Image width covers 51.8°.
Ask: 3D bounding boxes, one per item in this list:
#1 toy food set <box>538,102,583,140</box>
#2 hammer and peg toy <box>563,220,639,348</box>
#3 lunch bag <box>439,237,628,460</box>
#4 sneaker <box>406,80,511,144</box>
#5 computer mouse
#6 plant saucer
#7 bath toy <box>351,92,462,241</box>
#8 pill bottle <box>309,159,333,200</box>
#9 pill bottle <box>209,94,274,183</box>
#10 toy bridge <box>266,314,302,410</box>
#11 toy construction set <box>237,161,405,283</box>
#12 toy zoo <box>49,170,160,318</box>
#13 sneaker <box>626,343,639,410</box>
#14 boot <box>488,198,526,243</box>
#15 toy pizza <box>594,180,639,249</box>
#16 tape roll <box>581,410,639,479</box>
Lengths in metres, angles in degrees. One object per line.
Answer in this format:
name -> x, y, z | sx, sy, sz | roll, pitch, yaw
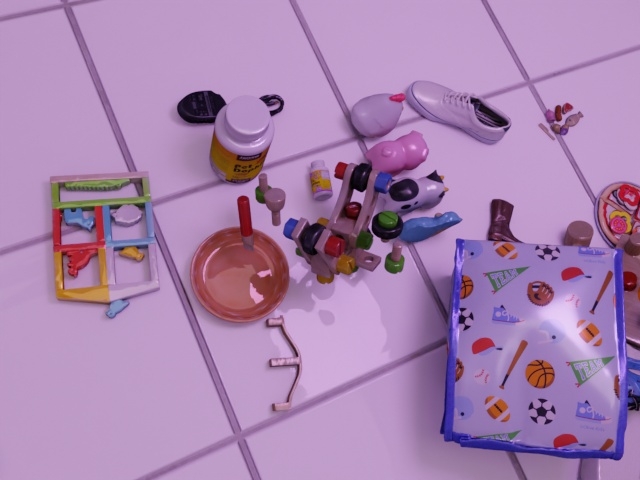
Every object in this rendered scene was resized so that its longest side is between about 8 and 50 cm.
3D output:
toy food set -> 0.605, -0.308, 1.654 | 0.122, 0.019, 0.078 | -42, 86, -22
hammer and peg toy -> 0.696, 0.116, 1.468 | 0.362, 0.127, 0.265 | 23, 65, 22
lunch bag -> 0.405, 0.217, 1.279 | 0.328, 0.239, 0.385 | 2, 63, 12
sneaker -> 0.331, -0.318, 1.552 | 0.258, 0.091, 0.094 | 23, 68, -6
computer mouse -> -0.195, -0.290, 1.449 | 0.242, 0.041, 0.071 | -6, 72, -22
plant saucer -> -0.163, 0.071, 1.334 | 0.200, 0.037, 0.199 | 4, 72, -12
bath toy -> 0.188, -0.176, 1.453 | 0.151, 0.129, 0.348 | -7, 72, -51
pill bottle -> 0.000, -0.132, 1.436 | 0.044, 0.043, 0.083 | -5, 73, -15
pill bottle -> -0.159, -0.203, 1.328 | 0.117, 0.215, 0.117 | 4, 72, -12
toy bridge -> -0.070, 0.240, 1.307 | 0.063, 0.026, 0.188 | 0, 72, -16
toy construction set -> 0.000, 0.000, 1.296 | 0.309, 0.237, 0.257 | 4, 46, 2
toy zoo -> -0.422, 0.008, 1.294 | 0.193, 0.030, 0.293 | -4, 73, -15
sneaker -> 0.664, 0.309, 1.366 | 0.330, 0.129, 0.147 | 19, 55, 21
boot -> 0.439, -0.039, 1.520 | 0.107, 0.037, 0.114 | 18, 64, -10
toy pizza -> 0.762, -0.054, 1.604 | 0.202, 0.032, 0.201 | 4, 71, -13
tape roll -> 0.730, 0.526, 1.354 | 0.392, 0.072, 0.391 | 5, 62, -10
